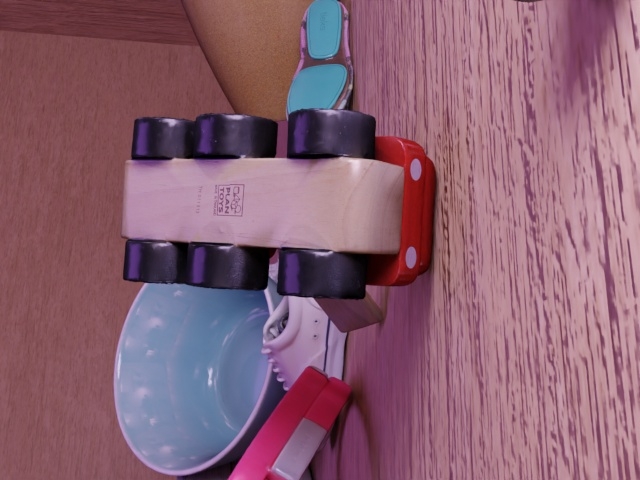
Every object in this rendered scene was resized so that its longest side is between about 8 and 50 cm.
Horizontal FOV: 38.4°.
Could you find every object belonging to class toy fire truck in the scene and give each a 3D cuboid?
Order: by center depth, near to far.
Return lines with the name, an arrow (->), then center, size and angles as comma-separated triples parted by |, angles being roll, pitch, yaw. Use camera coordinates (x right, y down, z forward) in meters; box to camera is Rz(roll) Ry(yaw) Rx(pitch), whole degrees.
toy fire truck -> 0.000, 0.000, 0.697 | 0.246, 0.217, 0.158 | 4, -92, -55

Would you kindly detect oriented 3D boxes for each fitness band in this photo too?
fitness band -> -0.056, 0.238, 0.881 | 0.209, 0.054, 0.291 | -62, -8, 29

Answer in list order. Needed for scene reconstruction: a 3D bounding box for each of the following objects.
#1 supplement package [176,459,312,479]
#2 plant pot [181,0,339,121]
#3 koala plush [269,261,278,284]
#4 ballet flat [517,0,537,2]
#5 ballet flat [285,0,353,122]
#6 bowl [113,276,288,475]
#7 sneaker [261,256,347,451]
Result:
supplement package -> -0.105, 0.355, 1.240 | 0.105, 0.179, 0.105 | -129, 42, -79
plant pot -> -0.074, -0.291, 1.232 | 0.237, 0.237, 0.254 | -115, 16, -76
koala plush -> -0.099, 0.124, 1.486 | 0.221, 0.203, 0.196 | -10, -77, -75
ballet flat -> 0.098, -0.203, 0.368 | 0.068, 0.072, 0.213 | -7, 79, 55
ballet flat -> 0.006, -0.193, 1.093 | 0.079, 0.077, 0.221 | 72, -162, -52
bowl -> -0.124, 0.172, 1.261 | 0.311, 0.163, 0.312 | -17, 63, 37
sneaker -> -0.022, 0.121, 1.029 | 0.094, 0.091, 0.258 | -103, 17, -66
